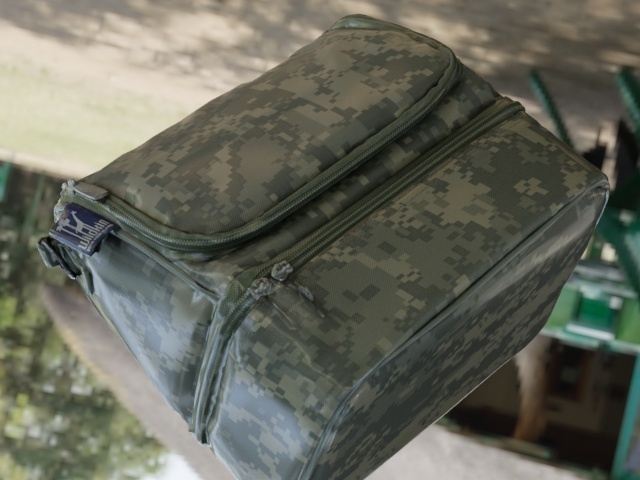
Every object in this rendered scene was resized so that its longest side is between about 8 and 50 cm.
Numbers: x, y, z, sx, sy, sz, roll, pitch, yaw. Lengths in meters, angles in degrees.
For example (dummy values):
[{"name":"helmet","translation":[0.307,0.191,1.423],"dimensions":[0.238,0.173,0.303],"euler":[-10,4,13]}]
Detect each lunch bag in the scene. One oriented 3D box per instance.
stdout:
[{"name":"lunch bag","translation":[0.000,0.000,0.993],"dimensions":[0.256,0.305,0.212],"euler":[42,150,20]}]
